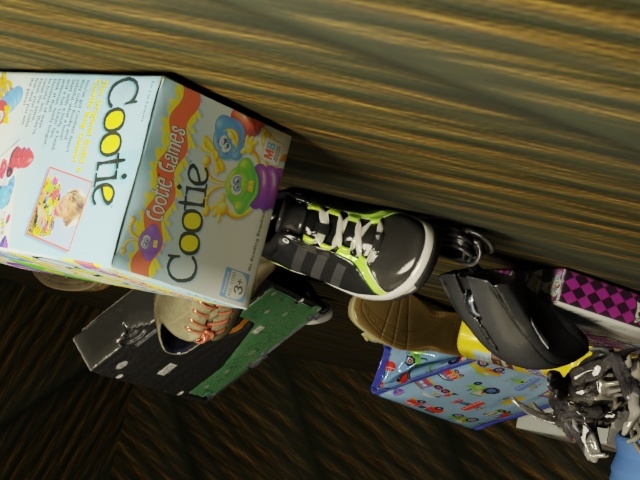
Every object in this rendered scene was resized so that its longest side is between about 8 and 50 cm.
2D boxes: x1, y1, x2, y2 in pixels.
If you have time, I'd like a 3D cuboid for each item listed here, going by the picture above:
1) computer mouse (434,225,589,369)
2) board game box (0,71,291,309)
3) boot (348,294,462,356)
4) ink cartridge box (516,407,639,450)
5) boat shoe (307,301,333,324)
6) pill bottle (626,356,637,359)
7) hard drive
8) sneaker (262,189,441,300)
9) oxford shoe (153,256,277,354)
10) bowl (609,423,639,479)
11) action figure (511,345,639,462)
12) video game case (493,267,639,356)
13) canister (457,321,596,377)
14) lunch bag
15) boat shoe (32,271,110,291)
[{"bbox_3d":[0.139,0.063,1.406,0.184,0.060,0.262,10,157,44],"label":"computer mouse"},{"bbox_3d":[-0.181,-0.044,1.114,0.275,0.144,0.142,8,171,43],"label":"board game box"},{"bbox_3d":[0.094,0.109,1.954,0.213,0.077,0.165,16,174,-33],"label":"boot"},{"bbox_3d":[0.416,0.251,2.178,0.128,0.127,0.176,22,169,-42],"label":"ink cartridge box"},{"bbox_3d":[-0.049,0.101,2.261,0.142,0.049,0.040,6,132,18],"label":"boat shoe"},{"bbox_3d":[0.421,0.170,1.697,0.103,0.103,0.184,16,172,-13],"label":"pill bottle"},{"bbox_3d":[-0.153,0.110,1.919,0.064,0.237,0.339,57,-169,24],"label":"hard drive"},{"bbox_3d":[0.000,0.000,1.318,0.235,0.084,0.097,7,168,41],"label":"sneaker"},{"bbox_3d":[-0.107,0.049,1.571,0.123,0.130,0.348,9,163,-14],"label":"oxford shoe"},{"bbox_3d":[0.541,0.248,1.701,0.391,0.077,0.391,-7,177,0],"label":"bowl"},{"bbox_3d":[0.323,0.159,1.363,0.276,0.141,0.164,-23,149,28],"label":"action figure"},{"bbox_3d":[0.290,0.080,1.512,0.232,0.042,0.210,18,170,-22],"label":"video game case"},{"bbox_3d":[0.271,0.137,1.847,0.170,0.073,0.126,14,172,15],"label":"canister"},{"bbox_3d":[0.257,0.185,2.079,0.221,0.138,0.293,23,160,-33],"label":"lunch bag"},{"bbox_3d":[-0.351,0.004,1.940,0.104,0.111,0.307,17,-178,-45],"label":"boat shoe"}]
